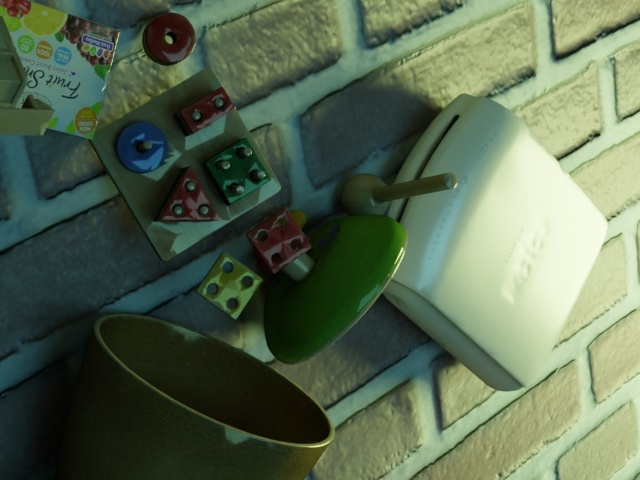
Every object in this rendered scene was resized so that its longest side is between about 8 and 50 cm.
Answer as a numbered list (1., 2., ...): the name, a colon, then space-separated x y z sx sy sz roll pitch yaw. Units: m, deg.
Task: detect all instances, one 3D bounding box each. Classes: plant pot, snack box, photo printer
1. plant pot: -0.146 0.232 1.321 0.237 0.237 0.254 14 105 -46
2. snack box: -0.245 -0.149 1.223 0.141 0.037 0.100 12 94 -45
3. photo printer: 0.187 -0.001 1.648 0.307 0.107 0.256 42 72 -43

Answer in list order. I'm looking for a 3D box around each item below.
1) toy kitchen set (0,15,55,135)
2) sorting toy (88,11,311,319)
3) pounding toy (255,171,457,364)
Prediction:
1. toy kitchen set: -0.259 -0.125 1.169 0.068 0.075 0.083 0 141 -39
2. sorting toy: -0.113 -0.063 1.311 0.132 0.046 0.274 -32 99 -16
3. pounding toy: 0.000 0.000 1.445 0.110 0.183 0.237 43 69 -15
